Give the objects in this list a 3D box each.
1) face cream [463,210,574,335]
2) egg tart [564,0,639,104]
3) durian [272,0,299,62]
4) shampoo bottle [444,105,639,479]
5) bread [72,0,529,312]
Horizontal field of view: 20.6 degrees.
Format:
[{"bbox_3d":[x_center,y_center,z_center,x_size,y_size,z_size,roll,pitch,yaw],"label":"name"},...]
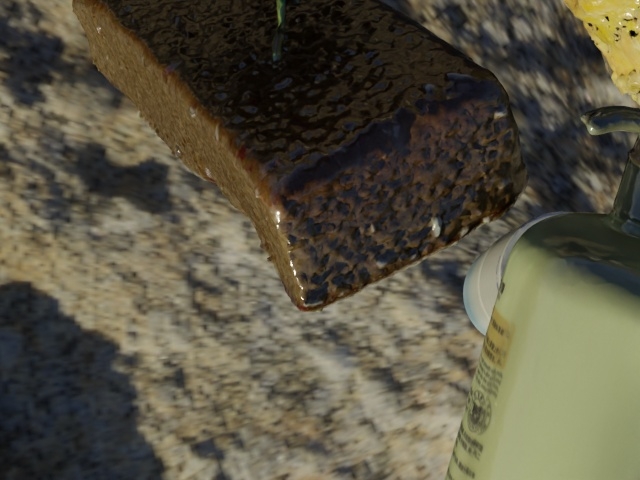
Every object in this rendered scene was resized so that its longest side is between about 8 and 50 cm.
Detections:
[{"bbox_3d":[0.138,0.029,1.126,0.077,0.250,0.077,0,86,-1],"label":"face cream"},{"bbox_3d":[0.299,-0.286,1.549,0.150,0.352,0.352,15,91,-12],"label":"egg tart"},{"bbox_3d":[-0.092,-0.269,1.124,0.132,0.106,0.375,-20,76,-27],"label":"durian"},{"bbox_3d":[0.083,0.041,0.494,0.079,0.079,0.162,18,103,12],"label":"shampoo bottle"},{"bbox_3d":[-0.029,-0.104,1.162,0.165,0.416,0.113,-25,123,-12],"label":"bread"}]
